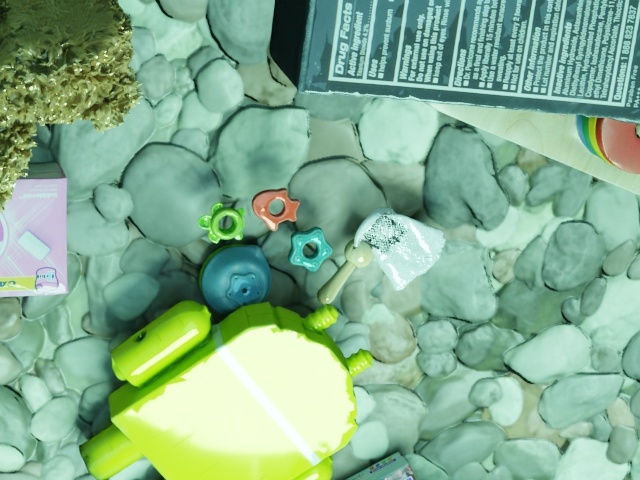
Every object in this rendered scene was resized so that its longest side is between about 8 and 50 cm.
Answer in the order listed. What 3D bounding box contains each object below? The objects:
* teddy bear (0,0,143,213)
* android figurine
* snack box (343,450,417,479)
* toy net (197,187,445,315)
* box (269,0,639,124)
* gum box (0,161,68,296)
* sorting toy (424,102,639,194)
[{"bbox_3d":[-0.321,-0.121,1.465,0.338,0.113,0.245,-43,86,-16],"label":"teddy bear"},{"bbox_3d":[-0.080,0.161,1.639,0.273,0.056,0.248,-36,118,7],"label":"android figurine"},{"bbox_3d":[0.040,0.286,1.738,0.141,0.037,0.100,-27,113,-5],"label":"snack box"},{"bbox_3d":[0.000,0.000,1.642,0.232,0.045,0.122,-10,107,-14],"label":"toy net"},{"bbox_3d":[0.125,-0.266,1.433,0.294,0.183,0.296,4,105,-13],"label":"box"},{"bbox_3d":[-0.318,-0.008,1.540,0.188,0.062,0.107,-2,106,-15],"label":"gum box"},{"bbox_3d":[0.266,-0.192,1.631,0.255,0.089,0.257,21,99,-20],"label":"sorting toy"}]
